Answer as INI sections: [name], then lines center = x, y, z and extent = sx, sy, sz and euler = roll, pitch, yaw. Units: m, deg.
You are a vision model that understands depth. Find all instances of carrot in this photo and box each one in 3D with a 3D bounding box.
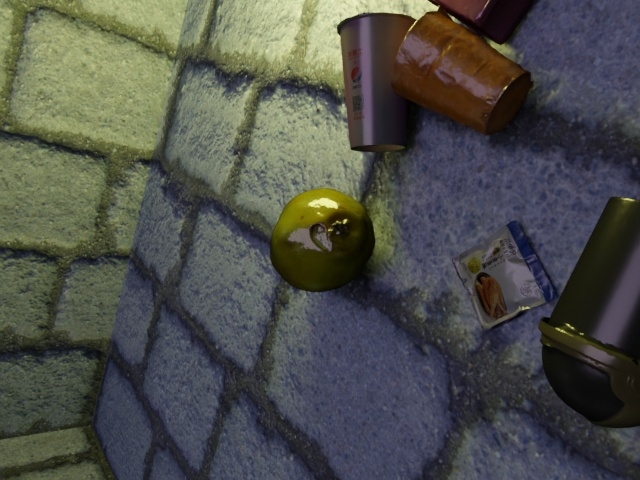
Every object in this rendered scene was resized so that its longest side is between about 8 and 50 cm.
[carrot]
center = 0.295, -0.334, 1.042
extent = 0.254, 0.196, 0.196
euler = 41, 116, 28

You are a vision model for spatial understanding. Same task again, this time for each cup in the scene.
[cup]
center = 0.136, -0.363, 1.214
extent = 0.203, 0.203, 0.288
euler = 2, 93, 48

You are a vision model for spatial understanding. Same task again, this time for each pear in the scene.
[pear]
center = 0.000, 0.000, 1.266
extent = 0.321, 0.269, 0.269
euler = 145, 121, -61

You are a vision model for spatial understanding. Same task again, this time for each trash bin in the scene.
[trash bin]
center = 0.458, 0.117, 0.764
extent = 0.214, 0.214, 0.334
euler = 29, 104, 46

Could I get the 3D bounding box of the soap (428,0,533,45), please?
[soap]
center = 0.370, -0.612, 1.010
extent = 0.233, 0.128, 0.359
euler = 52, 121, 38

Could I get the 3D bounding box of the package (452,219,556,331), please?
[package]
center = 0.358, 0.072, 1.016
extent = 0.173, 0.027, 0.171
euler = -42, 56, 41
